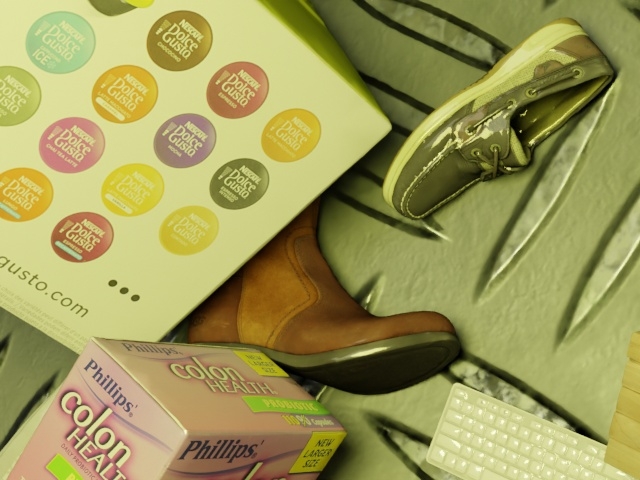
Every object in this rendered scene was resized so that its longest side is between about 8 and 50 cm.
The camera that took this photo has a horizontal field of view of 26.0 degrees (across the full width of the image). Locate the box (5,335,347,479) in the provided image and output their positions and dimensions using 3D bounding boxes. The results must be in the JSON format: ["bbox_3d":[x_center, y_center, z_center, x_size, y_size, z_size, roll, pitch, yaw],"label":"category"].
[{"bbox_3d":[-0.132,0.209,1.075,0.117,0.213,0.243,39,104,30],"label":"box"}]

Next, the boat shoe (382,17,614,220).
[{"bbox_3d":[0.151,-0.092,1.172,0.223,0.080,0.073,-42,55,6],"label":"boat shoe"}]

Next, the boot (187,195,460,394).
[{"bbox_3d":[0.000,0.000,1.242,0.264,0.096,0.280,-14,61,33],"label":"boot"}]

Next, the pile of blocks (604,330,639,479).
[{"bbox_3d":[0.375,0.121,0.955,0.362,0.113,0.149,-11,85,46],"label":"pile of blocks"}]

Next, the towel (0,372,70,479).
[{"bbox_3d":[-0.201,0.289,1.265,0.332,0.053,0.317,-48,59,9],"label":"towel"}]

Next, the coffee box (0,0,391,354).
[{"bbox_3d":[-0.205,-0.165,1.186,0.334,0.337,0.338,-41,39,12],"label":"coffee box"}]

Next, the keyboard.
[{"bbox_3d":[0.202,0.191,1.097,0.256,0.014,0.072,21,86,32],"label":"keyboard"}]
